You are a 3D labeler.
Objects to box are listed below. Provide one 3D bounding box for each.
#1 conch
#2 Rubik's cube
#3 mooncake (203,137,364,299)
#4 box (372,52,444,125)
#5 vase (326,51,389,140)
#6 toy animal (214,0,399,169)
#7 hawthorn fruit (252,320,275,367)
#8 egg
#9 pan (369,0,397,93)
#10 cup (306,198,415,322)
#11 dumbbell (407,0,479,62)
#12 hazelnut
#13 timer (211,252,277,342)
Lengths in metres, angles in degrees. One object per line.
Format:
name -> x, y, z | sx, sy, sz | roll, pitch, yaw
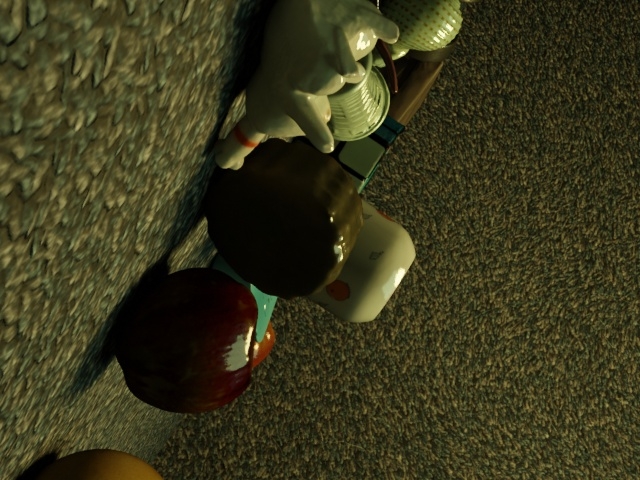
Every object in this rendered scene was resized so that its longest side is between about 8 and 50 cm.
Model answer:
conch -> 0.168, -0.419, 1.538 | 0.200, 0.131, 0.172 | -19, -154, 3
Rubik's cube -> 0.045, -0.187, 1.641 | 0.180, 0.167, 0.183 | -57, 176, 27
mooncake -> -0.050, -0.036, 1.185 | 0.124, 0.228, 0.228 | -50, 173, -46
box -> 0.143, -0.328, 1.878 | 0.252, 0.153, 0.188 | -54, 175, -29
vase -> 0.031, -0.241, 1.226 | 0.143, 0.143, 0.299 | -57, 175, 3
toy animal -> -0.022, -0.177, 0.965 | 0.140, 0.138, 0.282 | -60, -179, -38
hawthorn fruit -> -0.220, 0.219, 1.849 | 0.225, 0.196, 0.196 | -32, -170, 30
egg -> -0.353, 0.450, 1.258 | 0.250, 0.250, 0.322 | -56, 166, -11
pan -> 0.077, -0.309, 1.138 | 0.115, 0.040, 0.212 | -71, 153, -69
cup -> 0.000, 0.000, 1.473 | 0.212, 0.317, 0.212 | -56, 177, -5
dumbbell -> 0.252, -0.504, 1.719 | 0.152, 0.152, 0.218 | -54, 176, -44
hazelnut -> -0.201, 0.143, 1.216 | 0.218, 0.218, 0.233 | -53, 156, -52
timer -> -0.121, 0.056, 1.701 | 0.231, 0.091, 0.250 | 86, 27, -47
